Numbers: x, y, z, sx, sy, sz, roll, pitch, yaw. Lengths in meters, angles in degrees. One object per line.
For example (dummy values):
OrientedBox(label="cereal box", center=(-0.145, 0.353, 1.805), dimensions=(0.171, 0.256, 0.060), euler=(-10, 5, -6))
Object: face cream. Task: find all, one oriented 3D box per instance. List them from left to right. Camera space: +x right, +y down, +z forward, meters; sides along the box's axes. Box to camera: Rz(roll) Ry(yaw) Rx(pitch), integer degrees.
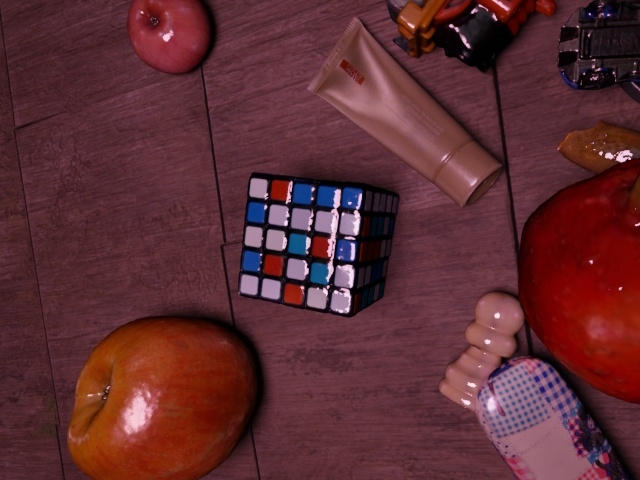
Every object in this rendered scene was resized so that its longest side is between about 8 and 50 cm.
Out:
OrientedBox(label="face cream", center=(0.123, -0.192, 0.740), dimensions=(0.341, 0.084, 0.137), euler=(48, 116, 20))

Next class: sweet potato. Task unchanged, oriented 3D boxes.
OrientedBox(label="sweet potato", center=(0.436, -0.090, 0.621), dimensions=(0.243, 0.077, 0.077), euler=(30, 102, 19))

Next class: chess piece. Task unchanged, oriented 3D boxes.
OrientedBox(label="chess piece", center=(0.240, 0.156, 0.698), dimensions=(0.094, 0.094, 0.171), euler=(17, 94, 19))

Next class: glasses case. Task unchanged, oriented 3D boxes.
OrientedBox(label="glasses case", center=(0.326, 0.304, 0.639), dimensions=(0.125, 0.076, 0.328), euler=(-36, 94, -8))

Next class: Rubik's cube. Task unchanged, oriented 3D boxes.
OrientedBox(label="Rubik's cube", center=(0.000, 0.000, 0.730), dimensions=(0.184, 0.187, 0.182), euler=(10, 95, 22))

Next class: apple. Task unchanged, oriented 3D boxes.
OrientedBox(label="apple", center=(-0.269, 0.270, 0.798), dimensions=(0.301, 0.301, 0.302), euler=(1, 92, 21))
OrientedBox(label="apple", center=(-0.269, -0.376, 0.854), dimensions=(0.153, 0.120, 0.154), euler=(1, 92, 20))

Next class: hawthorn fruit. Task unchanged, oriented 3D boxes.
OrientedBox(label="hawthorn fruit", center=(0.352, 0.034, 0.528), dimensions=(0.265, 0.307, 0.265), euler=(-13, 55, 20))

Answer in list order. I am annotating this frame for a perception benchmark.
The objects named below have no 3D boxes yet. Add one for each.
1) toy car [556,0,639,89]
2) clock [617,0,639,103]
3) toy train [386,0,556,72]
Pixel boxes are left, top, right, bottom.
OrientedBox(label="toy car", center=(0.395, -0.230, 0.566), dimensions=(0.216, 0.063, 0.103), euler=(3, 94, 15))
OrientedBox(label="clock", center=(0.521, -0.299, 0.585), dimensions=(0.324, 0.067, 0.326), euler=(1, 92, 21))
OrientedBox(label="toy train", center=(0.248, -0.401, 0.642), dimensions=(0.231, 0.163, 0.369), euler=(39, 104, 7))
